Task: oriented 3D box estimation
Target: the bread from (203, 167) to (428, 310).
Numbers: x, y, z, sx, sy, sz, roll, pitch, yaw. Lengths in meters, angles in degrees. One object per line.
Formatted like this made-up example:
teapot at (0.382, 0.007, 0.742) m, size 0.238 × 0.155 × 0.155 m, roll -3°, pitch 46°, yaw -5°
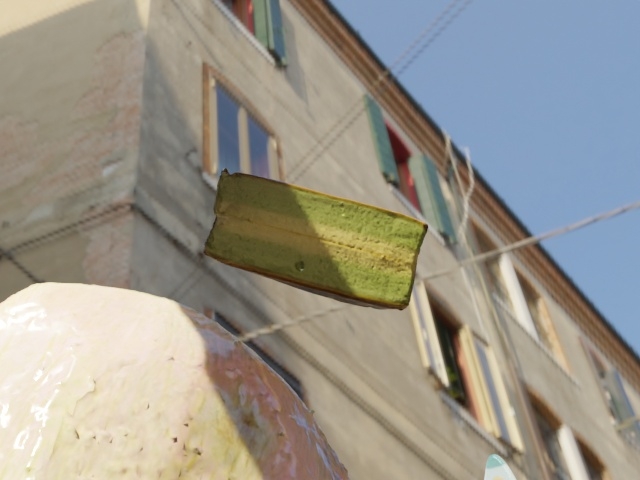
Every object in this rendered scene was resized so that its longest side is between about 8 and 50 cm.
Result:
bread at (-0.004, -0.002, 0.785) m, size 0.139 × 0.074 × 0.084 m, roll 22°, pitch -11°, yaw -35°

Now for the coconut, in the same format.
coconut at (-0.167, 0.217, 0.830) m, size 0.405 × 0.404 × 0.404 m, roll -3°, pitch -51°, yaw -4°

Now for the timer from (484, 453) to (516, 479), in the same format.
timer at (0.147, 0.331, 0.951) m, size 0.175 × 0.255 × 0.175 m, roll -21°, pitch -18°, yaw -7°
